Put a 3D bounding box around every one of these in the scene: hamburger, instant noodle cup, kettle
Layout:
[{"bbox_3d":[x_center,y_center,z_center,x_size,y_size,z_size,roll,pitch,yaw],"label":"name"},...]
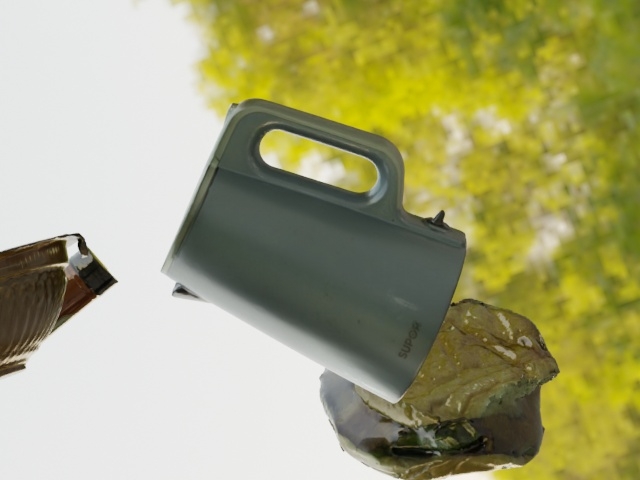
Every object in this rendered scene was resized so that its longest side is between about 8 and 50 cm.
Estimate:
[{"bbox_3d":[0.144,0.186,2.335,0.265,0.284,0.134,-113,24,-60],"label":"hamburger"},{"bbox_3d":[-0.298,0.077,1.474,0.274,0.274,0.091,-11,-98,-78],"label":"instant noodle cup"},{"bbox_3d":[0.000,0.000,1.666,0.243,0.211,0.160,25,-161,-5],"label":"kettle"}]

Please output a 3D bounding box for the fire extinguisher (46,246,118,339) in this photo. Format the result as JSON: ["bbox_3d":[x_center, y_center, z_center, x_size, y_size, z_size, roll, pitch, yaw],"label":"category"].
[{"bbox_3d":[-0.273,0.079,1.800,0.062,0.177,0.050,48,177,46],"label":"fire extinguisher"}]
